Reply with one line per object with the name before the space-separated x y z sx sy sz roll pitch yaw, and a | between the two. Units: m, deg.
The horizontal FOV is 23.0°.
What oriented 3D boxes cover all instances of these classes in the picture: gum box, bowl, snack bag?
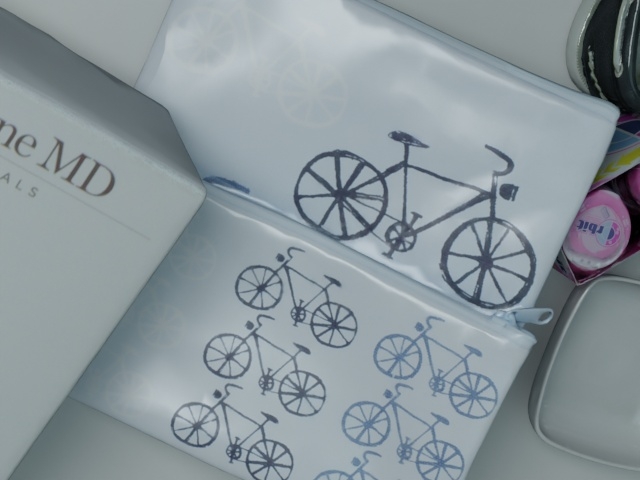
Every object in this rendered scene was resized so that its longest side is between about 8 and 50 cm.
gum box | 0.230 -0.051 1.119 0.188 0.107 0.062 -29 110 -7
bowl | 0.227 0.096 1.187 0.142 0.053 0.142 17 99 -20
snack bag | 0.000 0.000 1.046 0.323 0.037 0.342 26 97 3

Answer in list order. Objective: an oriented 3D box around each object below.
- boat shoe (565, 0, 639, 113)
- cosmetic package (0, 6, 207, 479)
boat shoe | 0.271 -0.228 1.092 0.114 0.091 0.302 14 100 -19
cosmetic package | -0.294 0.072 0.944 0.230 0.161 0.453 30 102 -24
